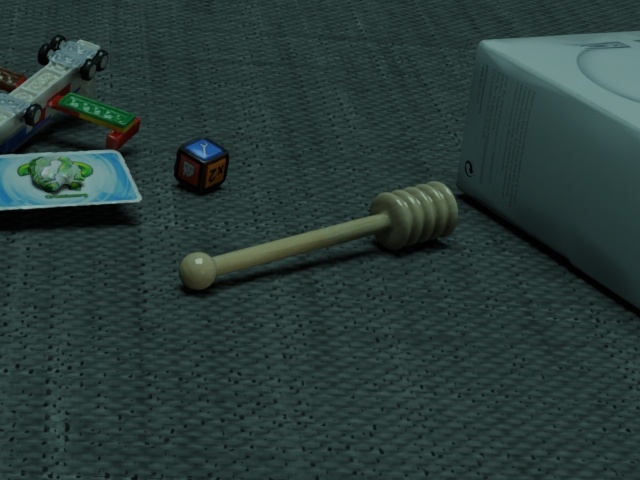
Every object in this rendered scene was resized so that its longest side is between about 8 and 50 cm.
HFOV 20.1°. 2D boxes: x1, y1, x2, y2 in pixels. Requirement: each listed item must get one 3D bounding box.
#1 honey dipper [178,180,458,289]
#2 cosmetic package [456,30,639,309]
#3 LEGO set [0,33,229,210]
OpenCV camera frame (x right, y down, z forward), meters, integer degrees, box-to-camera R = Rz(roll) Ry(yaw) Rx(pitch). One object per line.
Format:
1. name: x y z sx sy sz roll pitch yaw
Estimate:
1. honey dipper: 0.000 0.000 0.885 0.161 0.030 0.030 -15 31 -37
2. cosmetic package: 0.308 -0.033 0.964 0.377 0.097 0.284 -7 29 -30
3. LEGO set: -0.180 -0.049 0.963 0.244 0.060 0.182 -4 37 -22
